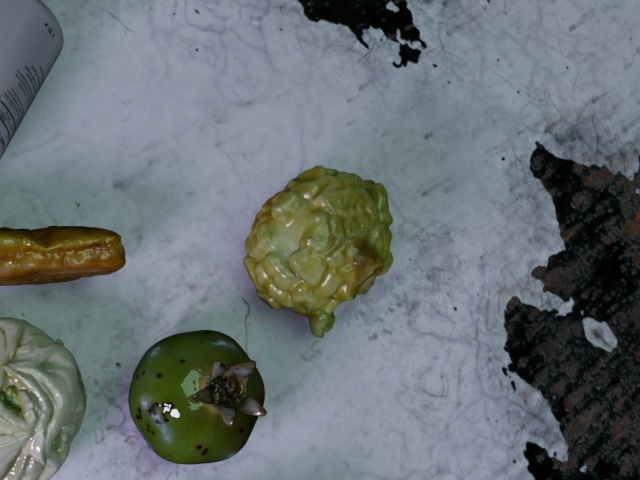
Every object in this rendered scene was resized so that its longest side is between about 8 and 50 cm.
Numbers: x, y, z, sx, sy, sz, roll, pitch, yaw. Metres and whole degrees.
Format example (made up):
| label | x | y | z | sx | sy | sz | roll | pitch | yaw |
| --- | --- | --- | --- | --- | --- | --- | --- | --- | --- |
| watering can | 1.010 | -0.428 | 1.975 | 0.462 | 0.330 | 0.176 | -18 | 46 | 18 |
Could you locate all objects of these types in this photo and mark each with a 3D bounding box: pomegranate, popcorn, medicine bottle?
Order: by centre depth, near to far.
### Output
| label | x | y | z | sx | sy | sz | roll | pitch | yaw |
| --- | --- | --- | --- | --- | --- | --- | --- | --- | --- |
| medicine bottle | -0.455 | -0.186 | 1.579 | 0.157 | 0.157 | 0.288 | 32 | 60 | -18 |
| pomegranate | -0.146 | 0.200 | 1.586 | 0.181 | 0.224 | 0.181 | 5 | 79 | -29 |
| popcorn | 0.006 | 0.010 | 1.767 | 0.235 | 0.181 | 0.217 | -32 | 92 | -30 |

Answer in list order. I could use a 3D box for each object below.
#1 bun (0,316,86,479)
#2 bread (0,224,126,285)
| label | x | y | z | sx | sy | sz | roll | pitch | yaw |
| --- | --- | --- | --- | --- | --- | --- | --- | --- | --- |
| bun | -0.390 | 0.199 | 1.493 | 0.229 | 0.145 | 0.229 | 9 | 72 | -28 |
| bread | -0.387 | 0.014 | 1.561 | 0.271 | 0.139 | 0.077 | 0 | 83 | -29 |
